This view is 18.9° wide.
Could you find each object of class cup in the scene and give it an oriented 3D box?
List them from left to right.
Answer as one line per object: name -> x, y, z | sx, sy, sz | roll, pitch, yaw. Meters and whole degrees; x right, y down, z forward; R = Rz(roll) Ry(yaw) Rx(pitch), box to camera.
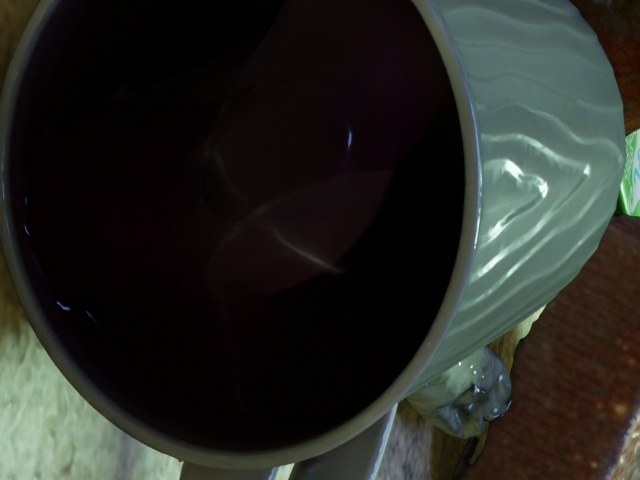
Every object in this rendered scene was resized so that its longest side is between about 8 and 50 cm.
cup -> 0.017, -0.005, 0.848 | 0.273, 0.208, 0.288 | -18, 92, -67

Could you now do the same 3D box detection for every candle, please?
candle -> 0.229, 0.104, 1.329 | 0.317, 0.131, 0.287 | -40, 144, -35

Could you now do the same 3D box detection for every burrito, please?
burrito -> 0.062, 0.059, 1.166 | 0.226, 0.060, 0.087 | 50, 52, -57

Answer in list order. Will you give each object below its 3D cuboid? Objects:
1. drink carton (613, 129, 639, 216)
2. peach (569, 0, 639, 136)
drink carton -> 0.171, -0.125, 1.346 | 0.271, 0.108, 0.161 | 66, 37, -48
peach -> 0.130, -0.146, 1.048 | 0.257, 0.232, 0.232 | 56, -7, 43
